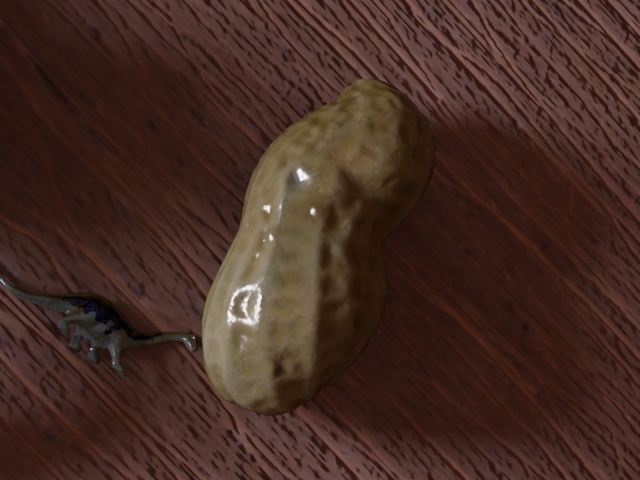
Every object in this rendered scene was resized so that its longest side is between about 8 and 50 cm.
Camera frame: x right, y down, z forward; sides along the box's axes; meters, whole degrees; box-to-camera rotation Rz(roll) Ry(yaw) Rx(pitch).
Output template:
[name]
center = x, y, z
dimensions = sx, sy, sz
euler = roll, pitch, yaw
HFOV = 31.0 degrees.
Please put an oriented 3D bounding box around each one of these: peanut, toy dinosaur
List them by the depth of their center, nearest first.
[toy dinosaur]
center = -0.192, 0.074, 0.960
dimensions = 0.180, 0.037, 0.058
euler = 25, 56, -16
[peanut]
center = 0.000, 0.000, 0.964
dimensions = 0.147, 0.147, 0.305
euler = 21, 76, -10
